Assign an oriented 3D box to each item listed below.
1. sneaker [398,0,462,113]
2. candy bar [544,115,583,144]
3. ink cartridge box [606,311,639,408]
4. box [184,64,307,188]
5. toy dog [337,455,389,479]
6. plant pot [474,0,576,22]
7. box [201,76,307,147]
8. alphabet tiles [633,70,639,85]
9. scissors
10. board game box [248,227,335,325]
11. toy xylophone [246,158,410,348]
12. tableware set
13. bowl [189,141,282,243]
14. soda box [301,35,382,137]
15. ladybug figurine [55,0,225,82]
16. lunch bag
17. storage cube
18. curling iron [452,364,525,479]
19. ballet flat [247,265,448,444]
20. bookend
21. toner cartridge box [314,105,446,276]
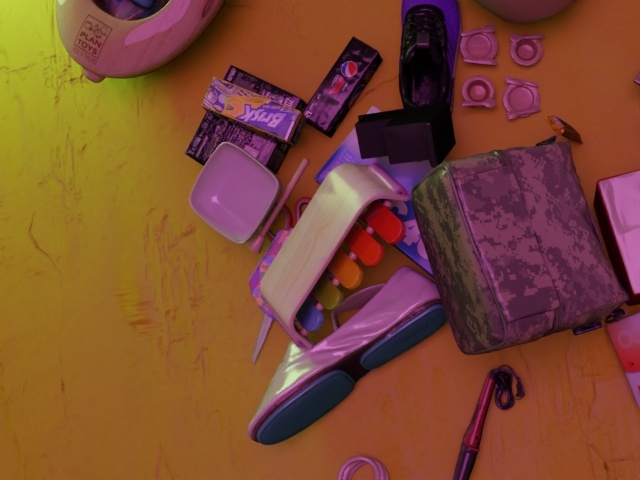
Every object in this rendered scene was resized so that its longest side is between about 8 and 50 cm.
[{"bbox_3d":[0.182,-0.331,1.875,0.102,0.146,0.293,-2,82,13],"label":"sneaker"},{"bbox_3d":[0.395,-0.179,1.799,0.018,0.161,0.040,-46,72,17],"label":"candy bar"},{"bbox_3d":[0.552,0.170,1.731,0.179,0.045,0.145,-30,74,41],"label":"ink cartridge box"},{"bbox_3d":[-0.127,-0.193,1.959,0.147,0.077,0.180,26,88,15],"label":"box"},{"bbox_3d":[0.024,0.517,1.778,0.334,0.161,0.220,-46,76,3],"label":"toy dog"},{"bbox_3d":[0.338,-0.471,1.822,0.284,0.284,0.191,-20,116,9],"label":"plant pot"},{"bbox_3d":[-0.112,-0.218,1.890,0.169,0.054,0.059,23,88,13],"label":"box"},{"bbox_3d":[0.686,-0.273,1.786,0.285,0.011,0.342,33,78,15],"label":"alphabet tiles"},{"bbox_3d":[-0.061,0.069,1.935,0.109,0.021,0.297,3,81,11],"label":"scissors"},{"bbox_3d":[-0.044,0.061,1.910,0.133,0.033,0.169,32,90,5],"label":"board game box"},{"bbox_3d":[0.000,0.000,1.815,0.323,0.081,0.236,-52,42,18],"label":"toy xylophone"},{"bbox_3d":[0.307,-0.288,1.896,0.141,0.020,0.169,3,81,3],"label":"tableware set"},{"bbox_3d":[-0.138,-0.080,1.877,0.142,0.053,0.142,38,106,18],"label":"bowl"},{"bbox_3d":[0.038,-0.267,1.946,0.060,0.053,0.169,34,91,14],"label":"soda box"},{"bbox_3d":[-0.294,-0.477,1.995,0.305,0.162,0.449,33,89,14],"label":"ladybug figurine"},{"bbox_3d":[0.310,0.009,1.689,0.256,0.212,0.305,-16,81,-15],"label":"lunch bag"},{"bbox_3d":[0.538,-0.019,1.726,0.183,0.193,0.215,-17,80,10],"label":"storage cube"},{"bbox_3d":[0.259,0.331,1.807,0.068,0.035,0.274,24,82,13],"label":"curling iron"},{"bbox_3d":[0.031,0.184,1.857,0.400,0.139,0.139,-36,76,1],"label":"ballet flat"},{"bbox_3d":[0.121,-0.159,1.763,0.156,0.157,0.072,-6,106,19],"label":"bookend"},{"bbox_3d":[0.173,-0.056,1.873,0.348,0.075,0.165,39,90,15],"label":"toner cartridge box"}]
